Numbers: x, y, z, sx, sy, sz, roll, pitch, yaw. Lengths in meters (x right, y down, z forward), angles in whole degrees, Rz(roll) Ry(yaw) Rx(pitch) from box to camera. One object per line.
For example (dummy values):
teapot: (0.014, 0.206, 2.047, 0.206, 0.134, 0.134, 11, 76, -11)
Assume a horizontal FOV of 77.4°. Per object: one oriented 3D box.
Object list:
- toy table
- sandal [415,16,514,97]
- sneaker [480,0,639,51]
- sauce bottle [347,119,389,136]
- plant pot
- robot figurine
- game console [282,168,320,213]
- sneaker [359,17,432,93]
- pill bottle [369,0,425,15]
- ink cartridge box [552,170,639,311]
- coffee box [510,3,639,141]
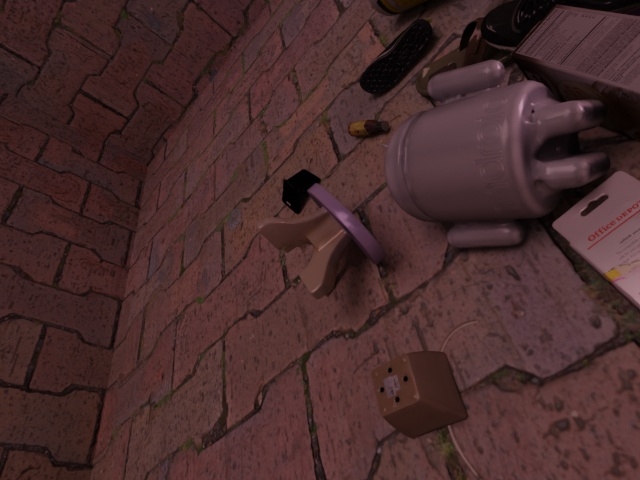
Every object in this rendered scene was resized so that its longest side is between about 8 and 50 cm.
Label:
toy table: (0.000, 0.000, 0.858, 0.161, 0.252, 0.274, -41, 26, 1)
sandal: (0.326, -0.407, 0.846, 0.303, 0.086, 0.120, -23, 51, 39)
sneaker: (0.403, -0.398, 0.663, 0.283, 0.124, 0.107, 17, 89, 40)
sauce bottle: (0.125, -0.297, 1.052, 0.128, 0.042, 0.042, 15, 79, 55)
plant pot: (0.144, 0.235, 0.630, 0.109, 0.096, 0.109, -37, 42, 28)
robot figurine: (0.251, -0.133, 0.656, 0.354, 0.200, 0.299, -1, 99, 50)
game console: (-0.060, -0.149, 1.203, 0.122, 0.071, 0.107, 42, 131, 54)
sneaker: (0.207, -0.491, 1.075, 0.235, 0.084, 0.097, -37, 19, 28)
pill bottle: (0.282, -0.732, 1.031, 0.334, 0.188, 0.187, 9, 74, 52)
ink cartridge box: (0.404, 0.015, 0.489, 0.115, 0.067, 0.198, -45, 40, 21)
coffee box: (0.422, -0.238, 0.576, 0.098, 0.141, 0.246, -49, 37, 16)
